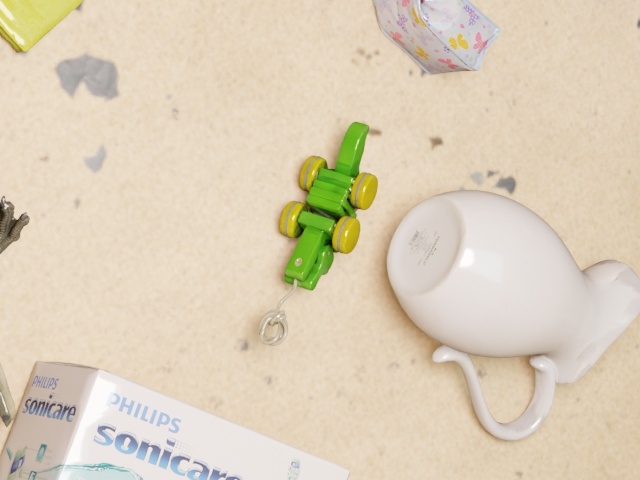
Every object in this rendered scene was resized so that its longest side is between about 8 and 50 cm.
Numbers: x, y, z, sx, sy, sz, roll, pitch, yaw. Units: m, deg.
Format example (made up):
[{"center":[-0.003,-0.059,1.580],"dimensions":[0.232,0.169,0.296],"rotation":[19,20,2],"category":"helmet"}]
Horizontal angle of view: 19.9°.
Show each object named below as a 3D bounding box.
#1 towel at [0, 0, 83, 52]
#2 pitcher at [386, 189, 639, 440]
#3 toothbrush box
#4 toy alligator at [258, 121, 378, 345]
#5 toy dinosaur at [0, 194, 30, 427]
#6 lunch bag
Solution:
[{"center":[-0.168,-0.248,1.319],"dimensions":[0.102,0.021,0.237],"rotation":[48,68,-15],"category":"towel"},{"center":[0.140,0.062,1.449],"dimensions":[0.207,0.125,0.178],"rotation":[26,92,-39],"category":"pitcher"},{"center":[-0.137,0.257,1.271],"dimensions":[0.216,0.126,0.295],"rotation":[24,78,-27],"category":"toothbrush box"},{"center":[0.000,0.000,1.399],"dimensions":[0.190,0.056,0.051],"rotation":[-68,158,-13],"category":"toy alligator"},{"center":[-0.273,-0.002,1.235],"dimensions":[0.268,0.064,0.118],"rotation":[46,75,-24],"category":"toy dinosaur"},{"center":[0.089,-0.173,1.437],"dimensions":[0.083,0.071,0.053],"rotation":[37,74,-24],"category":"lunch bag"}]
